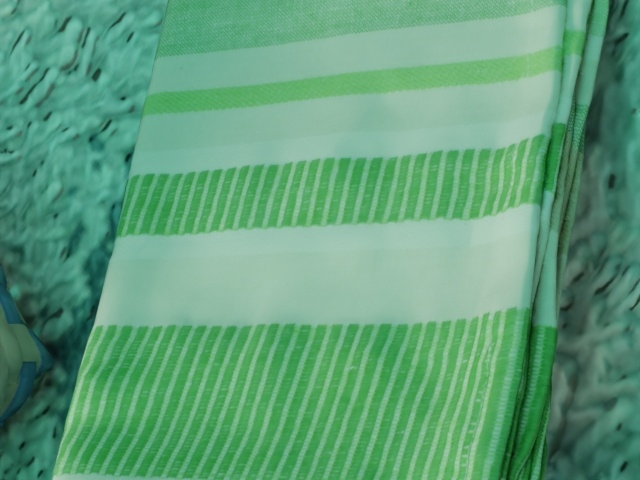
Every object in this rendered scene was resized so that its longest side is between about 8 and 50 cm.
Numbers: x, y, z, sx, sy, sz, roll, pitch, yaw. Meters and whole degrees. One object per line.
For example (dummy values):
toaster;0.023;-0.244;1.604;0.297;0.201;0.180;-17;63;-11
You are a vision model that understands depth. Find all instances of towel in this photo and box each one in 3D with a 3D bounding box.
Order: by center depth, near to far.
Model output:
towel;0.000;0.000;0.750;0.248;0.038;0.325;-4;62;30

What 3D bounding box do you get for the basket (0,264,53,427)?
basket;-0.306;0.074;0.851;0.255;0.289;0.201;-43;72;18
